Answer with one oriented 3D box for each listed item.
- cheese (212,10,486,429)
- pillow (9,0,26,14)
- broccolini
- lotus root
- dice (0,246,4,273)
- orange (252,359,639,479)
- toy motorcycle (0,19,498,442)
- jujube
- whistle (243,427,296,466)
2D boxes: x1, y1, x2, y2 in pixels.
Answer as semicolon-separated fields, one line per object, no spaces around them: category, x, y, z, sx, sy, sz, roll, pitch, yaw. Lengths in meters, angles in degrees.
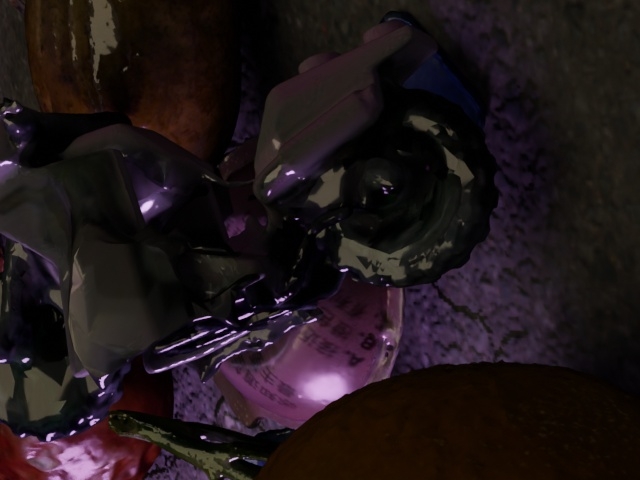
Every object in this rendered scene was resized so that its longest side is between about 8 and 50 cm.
cheese;0.000;0.000;0.869;0.189;0.074;0.286;51;128;26
pillow;-0.220;-0.224;1.058;0.208;0.052;0.212;44;163;34
broccolini;-0.044;0.148;0.944;0.201;0.074;0.058;12;117;25
lotus root;-0.114;-0.119;0.928;0.145;0.128;0.260;29;129;53
dice;-0.407;0.005;1.368;0.179;0.175;0.174;-30;80;59
orange;0.076;0.189;0.668;0.274;0.274;0.274;28;127;46
toy motorcycle;-0.072;-0.023;0.789;0.327;0.143;0.188;-25;78;22
jujube;-0.200;0.138;1.149;0.168;0.168;0.236;57;146;22
whistle;0.005;0.278;0.999;0.062;0.062;0.304;-12;95;56
